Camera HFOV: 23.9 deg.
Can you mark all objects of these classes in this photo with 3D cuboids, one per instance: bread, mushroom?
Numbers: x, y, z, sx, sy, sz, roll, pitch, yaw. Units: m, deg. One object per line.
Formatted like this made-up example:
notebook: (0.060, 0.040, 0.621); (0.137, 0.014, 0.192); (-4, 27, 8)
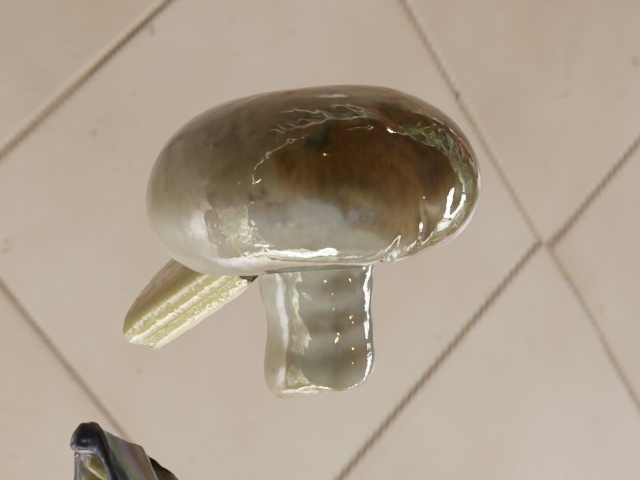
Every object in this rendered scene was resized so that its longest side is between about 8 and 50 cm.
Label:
bread: (-0.120, 0.036, 1.606); (0.060, 0.178, 0.139); (46, 41, -11)
mushroom: (0.000, 0.000, 1.100); (0.243, 0.243, 0.243); (-5, 98, -37)

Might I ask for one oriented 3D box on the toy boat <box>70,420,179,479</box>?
toy boat: (-0.131, 0.226, 0.780); (0.115, 0.114, 0.262); (21, 76, -31)
